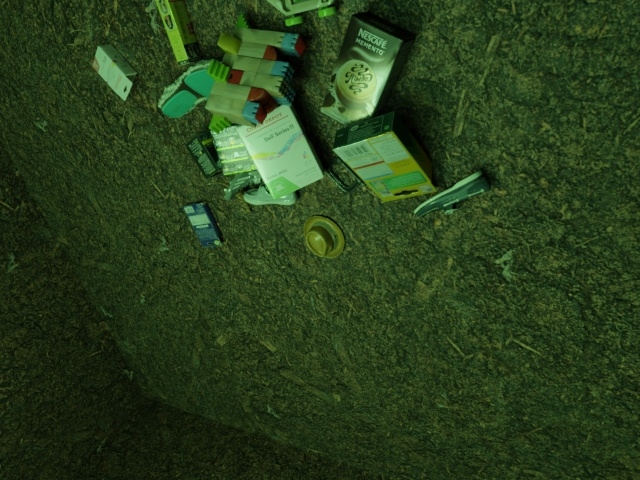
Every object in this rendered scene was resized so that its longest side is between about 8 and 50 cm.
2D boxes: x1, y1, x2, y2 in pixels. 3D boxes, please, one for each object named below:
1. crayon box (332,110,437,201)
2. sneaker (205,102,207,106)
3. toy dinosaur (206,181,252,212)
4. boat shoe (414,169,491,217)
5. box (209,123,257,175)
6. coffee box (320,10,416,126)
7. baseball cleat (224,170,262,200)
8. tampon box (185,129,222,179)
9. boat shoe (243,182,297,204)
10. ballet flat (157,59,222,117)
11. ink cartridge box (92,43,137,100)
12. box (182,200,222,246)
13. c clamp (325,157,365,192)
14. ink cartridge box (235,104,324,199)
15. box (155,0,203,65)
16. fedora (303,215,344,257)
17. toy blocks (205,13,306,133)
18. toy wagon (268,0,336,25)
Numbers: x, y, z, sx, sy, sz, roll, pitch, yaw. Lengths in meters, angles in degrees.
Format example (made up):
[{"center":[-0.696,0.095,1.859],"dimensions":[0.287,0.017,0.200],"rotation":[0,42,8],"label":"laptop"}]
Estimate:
[{"center":[0.213,-0.249,1.372],"dimensions":[0.203,0.083,0.323],"rotation":[-9,148,35],"label":"crayon box"},{"center":[-0.342,-0.473,1.640],"dimensions":[0.209,0.081,0.094],"rotation":[19,130,20],"label":"sneaker"},{"center":[-0.344,-0.205,1.797],"dimensions":[0.212,0.112,0.064],"rotation":[40,133,4],"label":"toy dinosaur"},{"center":[0.416,-0.130,1.392],"dimensions":[0.255,0.095,0.079],"rotation":[-33,88,32],"label":"boat shoe"},{"center":[-0.295,-0.346,1.633],"dimensions":[0.191,0.045,0.184],"rotation":[-8,119,10],"label":"box"},{"center":[0.135,-0.495,1.303],"dimensions":[0.168,0.119,0.297],"rotation":[32,131,11],"label":"coffee box"},{"center":[-0.299,-0.232,1.730],"dimensions":[0.110,0.072,0.205],"rotation":[30,102,-5],"label":"baseball cleat"},{"center":[-0.431,-0.349,1.744],"dimensions":[0.102,0.120,0.160],"rotation":[-22,102,41],"label":"tampon box"},{"center":[-0.202,-0.193,1.728],"dimensions":[0.228,0.079,0.081],"rotation":[4,131,16],"label":"boat shoe"},{"center":[-0.460,-0.586,1.606],"dimensions":[0.409,0.147,0.146],"rotation":[-13,112,36],"label":"ballet flat"},{"center":[-0.841,-0.695,1.811],"dimensions":[0.198,0.067,0.115],"rotation":[49,132,-3],"label":"ink cartridge box"},{"center":[-0.549,-0.075,2.062],"dimensions":[0.137,0.036,0.225],"rotation":[-5,116,34],"label":"box"},{"center":[0.095,-0.239,1.567],"dimensions":[0.161,0.022,0.137],"rotation":[41,137,0],"label":"c clamp"},{"center":[-0.152,-0.347,1.526],"dimensions":[0.207,0.119,0.353],"rotation":[-25,108,11],"label":"ink cartridge box"},{"center":[-0.500,-0.752,1.550],"dimensions":[0.058,0.087,0.232],"rotation":[0,118,29],"label":"box"},{"center":[0.000,0.000,1.742],"dimensions":[0.195,0.079,0.194],"rotation":[16,128,22],"label":"fedora"},{"center":[-0.192,-0.513,1.396],"dimensions":[0.261,0.191,0.380],"rotation":[18,85,22],"label":"toy blocks"},{"center":[-0.020,-0.781,1.245],"dimensions":[0.345,0.068,0.267],"rotation":[2,121,30],"label":"toy wagon"}]
